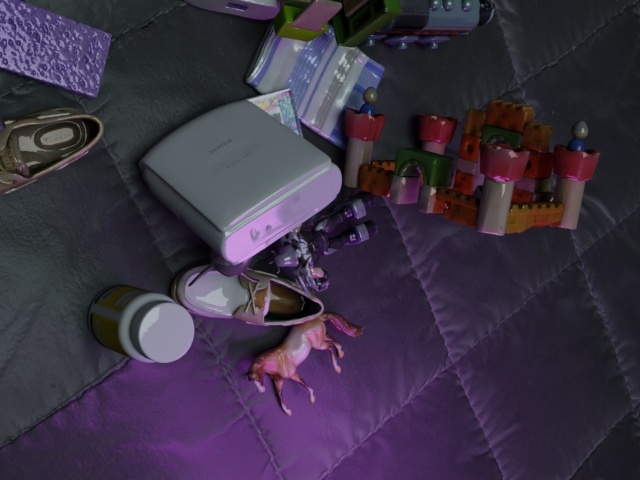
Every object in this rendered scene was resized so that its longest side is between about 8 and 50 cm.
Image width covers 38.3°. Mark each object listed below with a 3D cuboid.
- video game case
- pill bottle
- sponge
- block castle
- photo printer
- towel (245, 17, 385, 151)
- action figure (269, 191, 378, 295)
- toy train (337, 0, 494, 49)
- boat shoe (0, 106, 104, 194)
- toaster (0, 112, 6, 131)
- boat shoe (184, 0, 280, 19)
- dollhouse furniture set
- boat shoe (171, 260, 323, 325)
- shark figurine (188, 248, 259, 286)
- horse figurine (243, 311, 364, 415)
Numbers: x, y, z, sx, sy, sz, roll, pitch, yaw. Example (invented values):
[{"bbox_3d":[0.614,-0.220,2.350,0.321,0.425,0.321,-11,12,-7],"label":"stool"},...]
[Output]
[{"bbox_3d":[-0.112,-0.206,1.774,0.157,0.019,0.143,-19,104,-19],"label":"video game case"},{"bbox_3d":[-0.305,0.143,1.569,0.119,0.208,0.119,-3,95,-34],"label":"pill bottle"},{"bbox_3d":[-0.461,-0.322,1.537,0.210,0.031,0.117,15,85,-34],"label":"sponge"},{"bbox_3d":[0.283,-0.168,1.793,0.303,0.453,0.213,-3,107,-39],"label":"block castle"},{"bbox_3d":[-0.153,-0.119,1.606,0.256,0.307,0.107,-34,139,-21],"label":"photo printer"},{"bbox_3d":[-0.005,-0.334,1.849,0.285,0.034,0.209,32,76,-32],"label":"towel"},{"bbox_3d":[0.000,0.000,1.802,0.285,0.099,0.185,-27,109,-43],"label":"action figure"},{"bbox_3d":[0.198,-0.469,1.884,0.333,0.190,0.142,-6,97,-34],"label":"toy train"},{"bbox_3d":[-0.511,-0.136,1.467,0.341,0.110,0.122,-30,110,-29],"label":"boat shoe"},{"bbox_3d":[-0.565,-0.188,1.321,0.168,0.186,0.110,-27,80,-2],"label":"toaster"},{"bbox_3d":[-0.177,-0.473,1.704,0.227,0.079,0.081,7,70,-34],"label":"boat shoe"},{"bbox_3d":[0.005,-0.534,1.712,0.197,0.151,0.302,2,71,-35],"label":"dollhouse furniture set"},{"bbox_3d":[-0.130,0.102,1.751,0.302,0.103,0.113,7,89,-35],"label":"boat shoe"},{"bbox_3d":[-0.147,0.021,1.705,0.116,0.278,0.166,38,112,-17],"label":"shark figurine"},{"bbox_3d":[-0.033,0.230,1.852,0.263,0.066,0.174,-44,122,-21],"label":"horse figurine"}]
